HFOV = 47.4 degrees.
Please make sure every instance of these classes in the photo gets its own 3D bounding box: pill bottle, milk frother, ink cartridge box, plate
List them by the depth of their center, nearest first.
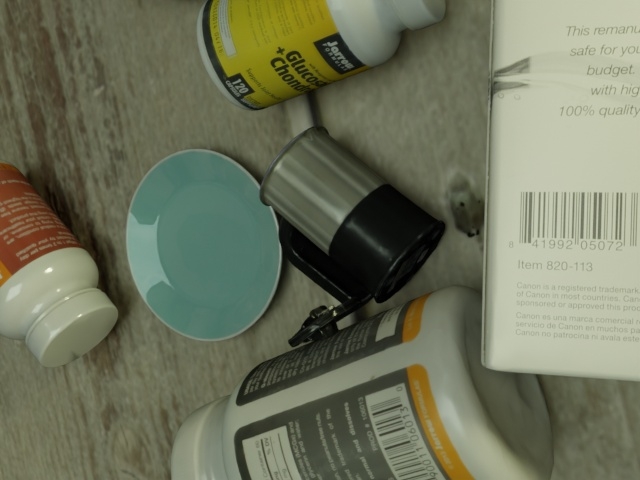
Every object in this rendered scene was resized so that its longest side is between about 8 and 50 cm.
[{"bbox_3d":[0.208,-0.062,0.438,0.207,0.117,0.283,2,89,15],"label":"ink cartridge box"},{"bbox_3d":[0.024,0.155,0.580,0.278,0.162,0.162,-27,83,29],"label":"pill bottle"},{"bbox_3d":[0.000,-0.178,0.582,0.184,0.103,0.103,-14,89,30],"label":"pill bottle"},{"bbox_3d":[0.000,0.000,0.583,0.135,0.143,0.129,40,117,18],"label":"milk frother"},{"bbox_3d":[-0.113,0.005,0.712,0.188,0.024,0.188,3,97,28],"label":"plate"},{"bbox_3d":[-0.314,0.025,0.767,0.216,0.121,0.121,45,114,16],"label":"pill bottle"}]
